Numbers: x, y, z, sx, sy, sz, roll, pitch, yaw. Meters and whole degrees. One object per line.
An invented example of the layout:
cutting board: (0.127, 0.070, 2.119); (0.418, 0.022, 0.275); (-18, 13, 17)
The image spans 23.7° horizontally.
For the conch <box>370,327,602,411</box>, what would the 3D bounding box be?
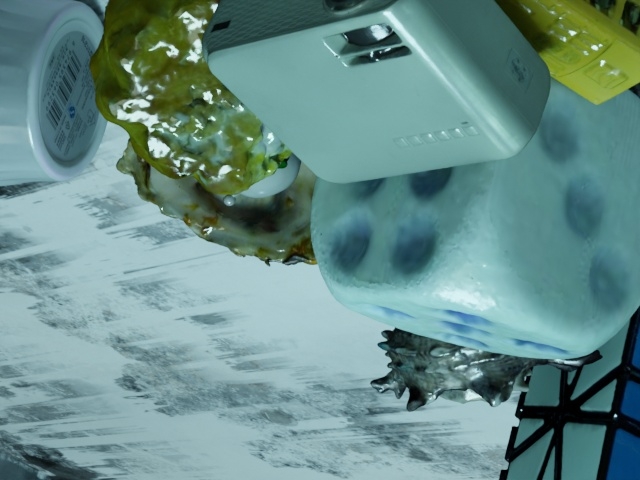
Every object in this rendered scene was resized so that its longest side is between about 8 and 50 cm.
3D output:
conch: (0.218, 0.145, 2.031); (0.313, 0.186, 0.241); (-26, 160, 32)

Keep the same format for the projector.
projector: (0.047, -0.159, 1.344); (0.250, 0.108, 0.198); (-7, 141, 44)

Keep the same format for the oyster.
oyster: (-0.080, -0.067, 1.845); (0.361, 0.096, 0.221); (-7, 102, 30)

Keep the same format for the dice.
dice: (0.168, -0.037, 1.531); (0.262, 0.268, 0.265); (22, 168, -38)

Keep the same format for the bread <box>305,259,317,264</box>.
bread: (0.000, 0.000, 2.016); (0.072, 0.053, 0.106); (37, 154, -26)

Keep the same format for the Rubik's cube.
Rubik's cube: (0.432, 0.293, 2.039); (0.283, 0.288, 0.293); (24, 155, -12)

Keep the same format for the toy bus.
toy bus: (0.161, -0.253, 1.342); (0.335, 0.123, 0.121); (29, 152, -19)

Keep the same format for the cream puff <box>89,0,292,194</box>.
cream puff: (-0.099, -0.187, 1.532); (0.282, 0.185, 0.282); (-7, 124, -10)

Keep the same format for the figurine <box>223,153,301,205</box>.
figurine: (-0.036, -0.111, 1.679); (0.197, 0.147, 0.093); (-30, 106, 8)

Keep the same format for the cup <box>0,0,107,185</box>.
cup: (-0.445, -0.183, 1.730); (0.371, 0.253, 0.253); (9, 152, 17)
